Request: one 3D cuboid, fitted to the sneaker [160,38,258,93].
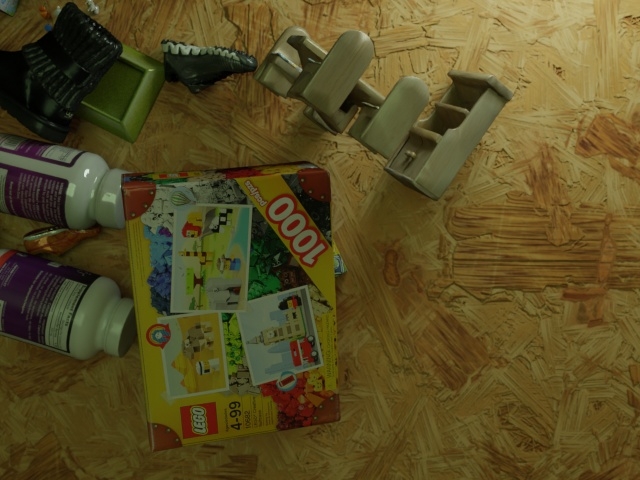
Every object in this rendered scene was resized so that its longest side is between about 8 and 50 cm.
[{"bbox_3d":[-0.237,-0.358,1.592,0.234,0.078,0.106,13,103,22],"label":"sneaker"}]

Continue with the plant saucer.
[{"bbox_3d":[-0.452,-0.335,1.635,0.188,0.045,0.188,27,93,3],"label":"plant saucer"}]

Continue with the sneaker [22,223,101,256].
[{"bbox_3d":[-0.560,-0.003,1.654,0.175,0.064,0.067,-11,112,9],"label":"sneaker"}]

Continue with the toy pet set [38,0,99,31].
[{"bbox_3d":[-0.546,-0.524,1.641,0.122,0.065,0.114,-1,126,7],"label":"toy pet set"}]

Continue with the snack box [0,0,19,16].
[{"bbox_3d":[-0.749,-0.555,1.569,0.175,0.207,0.070,25,92,1],"label":"snack box"}]

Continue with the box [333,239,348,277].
[{"bbox_3d":[0.000,0.000,1.604,0.054,0.059,0.168,-26,90,2],"label":"box"}]

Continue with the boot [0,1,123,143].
[{"bbox_3d":[-0.595,-0.396,1.575,0.348,0.131,0.260,36,103,9],"label":"boot"}]

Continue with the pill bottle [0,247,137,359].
[{"bbox_3d":[-0.551,0.141,1.589,0.323,0.181,0.181,16,93,3],"label":"pill bottle"}]

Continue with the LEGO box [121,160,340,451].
[{"bbox_3d":[-0.170,0.111,1.459,0.373,0.193,0.499,-7,104,-13],"label":"LEGO box"}]

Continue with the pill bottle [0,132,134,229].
[{"bbox_3d":[-0.550,-0.115,1.588,0.302,0.169,0.169,14,93,4],"label":"pill bottle"}]

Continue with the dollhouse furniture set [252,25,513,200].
[{"bbox_3d":[0.126,-0.296,1.451,0.394,0.362,0.256,33,93,-23],"label":"dollhouse furniture set"}]
